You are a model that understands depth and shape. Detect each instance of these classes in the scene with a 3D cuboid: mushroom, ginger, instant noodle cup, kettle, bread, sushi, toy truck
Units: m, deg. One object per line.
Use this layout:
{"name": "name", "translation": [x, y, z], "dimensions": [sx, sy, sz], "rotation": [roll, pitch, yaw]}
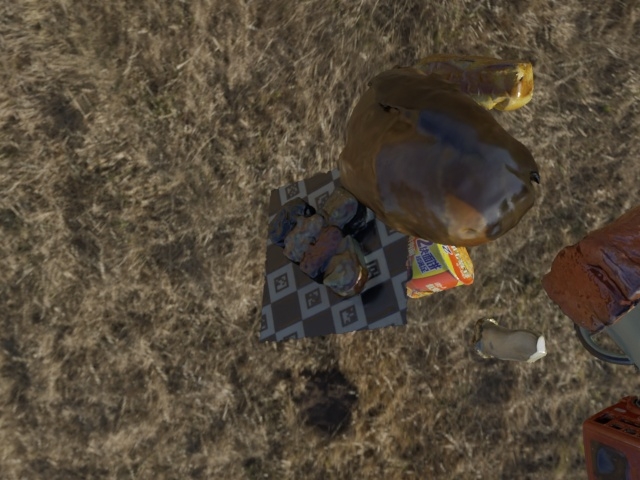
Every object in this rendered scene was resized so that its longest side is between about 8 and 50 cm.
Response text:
{"name": "mushroom", "translation": [0.373, 0.198, 1.237], "dimensions": [0.071, 0.209, 0.084], "rotation": [12, 83, -19]}
{"name": "ginger", "translation": [0.103, -0.107, 0.702], "dimensions": [0.172, 0.321, 0.165], "rotation": [-12, 127, -5]}
{"name": "instant noodle cup", "translation": [0.310, 0.061, 1.803], "dimensions": [0.174, 0.213, 0.213], "rotation": [-29, 110, 30]}
{"name": "kettle", "translation": [0.705, 0.193, 1.436], "dimensions": [0.221, 0.236, 0.161], "rotation": [-36, 133, 10]}
{"name": "bread", "translation": [0.398, -0.413, 1.643], "dimensions": [0.294, 0.167, 0.132], "rotation": [14, 108, 26]}
{"name": "bread", "translation": [0.445, 0.032, 0.919], "dimensions": [0.123, 0.244, 0.190], "rotation": [56, 149, 21]}
{"name": "sushi", "translation": [0.000, 0.000, 1.144], "dimensions": [0.320, 0.339, 0.069], "rotation": [-12, 152, 33]}
{"name": "toy truck", "translation": [0.409, 0.251, 0.664], "dimensions": [0.114, 0.252, 0.108], "rotation": [-11, 96, -24]}
